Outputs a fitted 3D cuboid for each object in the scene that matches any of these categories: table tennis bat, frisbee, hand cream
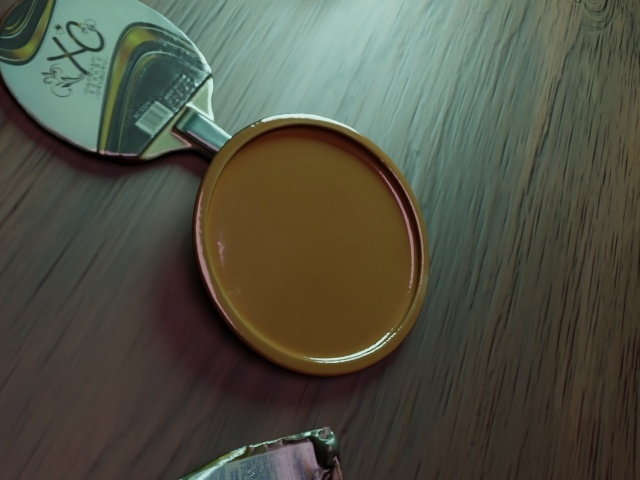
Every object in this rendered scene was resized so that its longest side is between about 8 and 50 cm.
[{"bbox_3d":[-0.155,-0.128,0.588,0.301,0.022,0.173,35,59,-6],"label":"table tennis bat"},{"bbox_3d":[0.000,0.000,0.587,0.250,0.021,0.251,8,73,-29],"label":"frisbee"},{"bbox_3d":[-0.055,0.192,0.490,0.163,0.039,0.062,-2,67,-33],"label":"hand cream"}]
